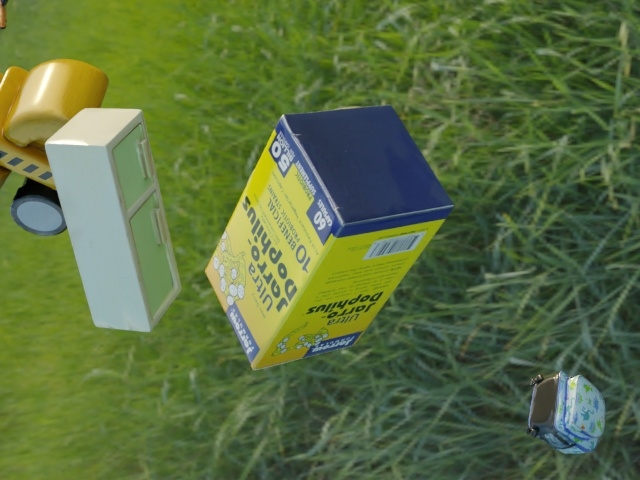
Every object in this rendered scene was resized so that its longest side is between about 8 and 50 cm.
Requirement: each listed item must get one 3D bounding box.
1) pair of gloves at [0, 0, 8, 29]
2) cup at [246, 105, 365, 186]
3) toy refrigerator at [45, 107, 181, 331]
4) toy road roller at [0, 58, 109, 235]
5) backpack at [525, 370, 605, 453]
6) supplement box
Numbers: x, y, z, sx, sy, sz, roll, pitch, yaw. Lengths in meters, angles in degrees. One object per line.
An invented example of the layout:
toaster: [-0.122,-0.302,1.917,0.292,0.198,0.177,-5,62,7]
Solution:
pair of gloves: [-0.209,-0.188,0.718,0.083,0.010,0.074,-106,27,-55]
cup: [0.049,-0.116,2.009,0.331,0.331,0.237,-45,18,41]
toy refrigerator: [-0.253,-0.024,1.364,0.094,0.102,0.270,3,122,19]
toy road roller: [-0.464,-0.185,1.641,0.240,0.329,0.203,-45,27,43]
backpack: [0.363,0.253,1.557,0.084,0.114,0.105,-15,50,39]
supplement box: [0.000,0.000,1.555,0.194,0.195,0.357,61,142,27]
